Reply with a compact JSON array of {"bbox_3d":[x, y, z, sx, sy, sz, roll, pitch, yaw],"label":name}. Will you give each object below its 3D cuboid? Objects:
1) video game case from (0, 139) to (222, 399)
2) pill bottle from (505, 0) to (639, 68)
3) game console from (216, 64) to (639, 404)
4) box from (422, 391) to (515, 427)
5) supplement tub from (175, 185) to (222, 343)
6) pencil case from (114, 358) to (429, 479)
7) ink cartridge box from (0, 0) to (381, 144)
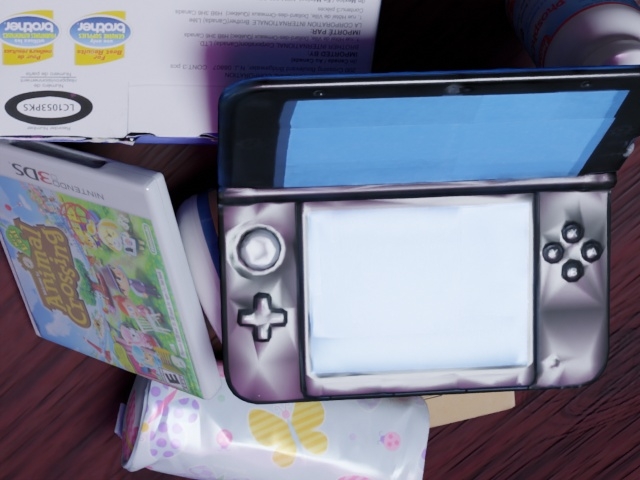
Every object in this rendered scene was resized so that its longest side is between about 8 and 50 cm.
[{"bbox_3d":[-0.177,0.017,1.092,0.193,0.023,0.212,16,135,32],"label":"video game case"},{"bbox_3d":[0.199,-0.149,1.043,0.087,0.160,0.087,-6,126,-8],"label":"pill bottle"},{"bbox_3d":[0.077,0.004,0.962,0.293,0.173,0.250,-2,100,-5],"label":"game console"},{"bbox_3d":[0.094,0.094,1.286,0.164,0.021,0.201,-11,127,-4],"label":"box"},{"bbox_3d":[0.000,0.000,1.120,0.199,0.144,0.144,-22,127,3],"label":"supplement tub"},{"bbox_3d":[-0.039,0.169,1.240,0.273,0.124,0.113,12,78,-13],"label":"pencil case"},{"bbox_3d":[-0.098,-0.214,0.938,0.270,0.151,0.395,0,124,-11],"label":"ink cartridge box"}]
